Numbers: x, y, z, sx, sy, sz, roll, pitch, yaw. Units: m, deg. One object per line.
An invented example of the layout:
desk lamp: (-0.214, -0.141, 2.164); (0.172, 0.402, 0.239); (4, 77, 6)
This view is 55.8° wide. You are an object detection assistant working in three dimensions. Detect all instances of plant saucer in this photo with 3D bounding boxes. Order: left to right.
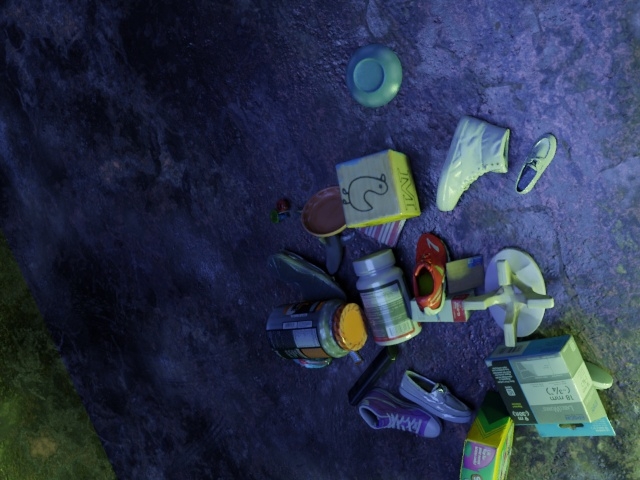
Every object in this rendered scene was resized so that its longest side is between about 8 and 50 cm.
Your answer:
plant saucer: (0.032, -0.092, 2.002); (0.199, 0.200, 0.037); (0, 147, 29)
plant saucer: (0.157, -0.513, 1.882); (0.194, 0.037, 0.195); (8, 108, 27)

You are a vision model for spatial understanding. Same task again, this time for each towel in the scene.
towel: (0.185, -0.081, 1.988); (0.197, 0.029, 0.144); (29, 115, 22)

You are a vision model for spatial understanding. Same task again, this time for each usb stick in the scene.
usb stick: (0.180, 0.472, 2.110); (0.045, 0.077, 0.278); (25, 119, -16)

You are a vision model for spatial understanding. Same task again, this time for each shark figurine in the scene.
shark figurine: (-0.003, -0.028, 2.055); (0.166, 0.116, 0.278); (-40, 85, 29)

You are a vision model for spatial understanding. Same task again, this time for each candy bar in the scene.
candy bar: (0.098, 0.375, 2.159); (0.040, 0.018, 0.162); (-38, 83, 31)

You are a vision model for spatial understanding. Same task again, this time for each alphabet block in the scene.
alphabet block: (0.178, -0.153, 1.851); (0.192, 0.193, 0.197); (-14, 85, 28)

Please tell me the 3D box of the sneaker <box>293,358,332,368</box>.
sneaker: (-0.071, 0.375, 2.202); (0.261, 0.104, 0.125); (21, 110, 22)

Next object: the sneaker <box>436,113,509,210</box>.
sneaker: (0.452, -0.202, 1.763); (0.169, 0.108, 0.293); (23, 112, 25)

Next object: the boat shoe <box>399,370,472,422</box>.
boat shoe: (0.382, 0.514, 1.996); (0.258, 0.095, 0.084); (20, 116, 22)

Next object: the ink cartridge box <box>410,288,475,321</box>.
ink cartridge box: (0.385, 0.203, 1.893); (0.175, 0.127, 0.073); (-4, 100, 29)

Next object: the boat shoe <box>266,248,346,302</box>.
boat shoe: (-0.038, 0.130, 2.126); (0.320, 0.103, 0.118); (28, 123, 17)

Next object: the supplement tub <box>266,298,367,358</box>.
supplement tub: (-0.011, 0.297, 2.018); (0.315, 0.193, 0.194); (-10, 98, 38)

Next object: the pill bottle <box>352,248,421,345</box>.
pill bottle: (0.211, 0.182, 1.963); (0.161, 0.161, 0.283); (-17, 94, 31)

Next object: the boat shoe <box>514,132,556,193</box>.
boat shoe: (0.600, -0.214, 1.703); (0.066, 0.063, 0.184); (37, 118, 16)

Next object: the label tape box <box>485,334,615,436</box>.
label tape box: (0.664, 0.455, 1.751); (0.240, 0.106, 0.334); (-20, 99, 44)

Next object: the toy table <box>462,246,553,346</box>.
toy table: (0.561, 0.169, 1.772); (0.252, 0.161, 0.275); (-18, 93, 31)

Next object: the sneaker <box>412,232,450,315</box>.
sneaker: (0.330, 0.086, 1.834); (0.107, 0.118, 0.279); (-12, 54, 24)

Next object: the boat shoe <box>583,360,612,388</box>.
boat shoe: (0.739, 0.399, 1.790); (0.227, 0.079, 0.081); (14, 124, 29)

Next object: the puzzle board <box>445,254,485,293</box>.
puzzle board: (0.445, 0.103, 1.854); (0.011, 0.128, 0.097); (-163, 63, -70)

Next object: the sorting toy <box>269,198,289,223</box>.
sorting toy: (-0.139, -0.102, 2.154); (0.061, 0.042, 0.102); (55, 134, 23)

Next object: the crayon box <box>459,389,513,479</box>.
crayon box: (0.505, 0.698, 1.851); (0.106, 0.313, 0.363); (10, 108, 26)

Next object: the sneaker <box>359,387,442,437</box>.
sneaker: (0.264, 0.617, 2.051); (0.282, 0.161, 0.102); (18, 110, 22)
